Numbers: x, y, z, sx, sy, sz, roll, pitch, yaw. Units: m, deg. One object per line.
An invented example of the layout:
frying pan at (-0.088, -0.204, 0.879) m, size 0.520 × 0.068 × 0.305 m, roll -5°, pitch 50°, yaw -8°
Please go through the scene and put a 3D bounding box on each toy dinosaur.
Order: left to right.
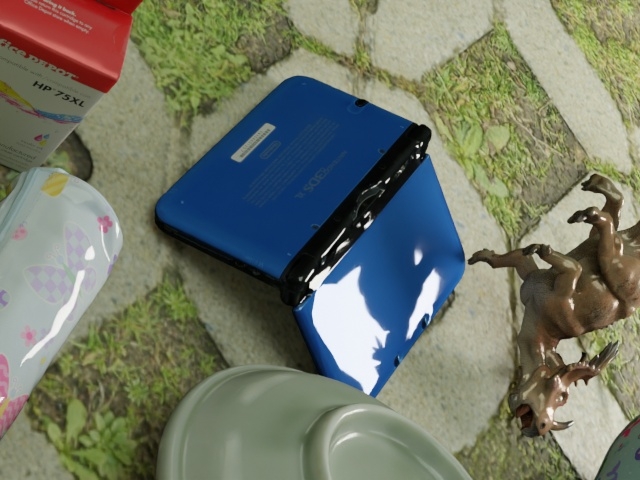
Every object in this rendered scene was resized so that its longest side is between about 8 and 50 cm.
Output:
toy dinosaur at (0.297, 0.059, 1.517) m, size 0.200 × 0.296 × 0.127 m, roll 54°, pitch 6°, yaw -11°

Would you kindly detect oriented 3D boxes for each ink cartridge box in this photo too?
ink cartridge box at (-0.255, -0.160, 1.206) m, size 0.134 × 0.231 × 0.078 m, roll 23°, pitch 53°, yaw -25°

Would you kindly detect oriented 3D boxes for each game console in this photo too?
game console at (0.000, 0.000, 1.452) m, size 0.250 × 0.173 × 0.293 m, roll 25°, pitch 44°, yaw 16°

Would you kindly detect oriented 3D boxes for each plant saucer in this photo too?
plant saucer at (0.050, 0.250, 1.177) m, size 0.400 × 0.100 × 0.400 m, roll 34°, pitch 29°, yaw -23°

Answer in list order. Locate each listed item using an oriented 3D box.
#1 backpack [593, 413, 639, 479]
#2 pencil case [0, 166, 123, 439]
backpack at (0.384, 0.278, 1.435) m, size 0.191 × 0.253 × 0.225 m, roll 41°, pitch 51°, yaw -6°
pencil case at (-0.269, 0.060, 1.150) m, size 0.124 × 0.113 × 0.273 m, roll 58°, pitch 41°, yaw -27°
